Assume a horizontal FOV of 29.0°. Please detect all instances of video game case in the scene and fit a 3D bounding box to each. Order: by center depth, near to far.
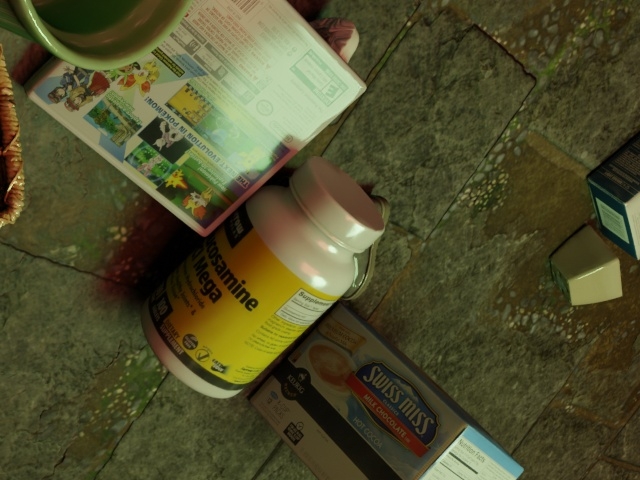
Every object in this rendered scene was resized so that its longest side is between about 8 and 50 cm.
[{"bbox_3d":[-0.146,-0.192,1.541,0.300,0.036,0.329,-42,129,8],"label":"video game case"}]

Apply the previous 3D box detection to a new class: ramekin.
[{"bbox_3d":[-0.253,-0.338,1.263,0.303,0.148,0.303,-38,139,-44],"label":"ramekin"}]

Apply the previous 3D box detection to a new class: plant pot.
[{"bbox_3d":[0.487,0.056,2.295,0.096,0.109,0.109,-25,136,-6],"label":"plant pot"}]

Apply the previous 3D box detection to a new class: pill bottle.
[{"bbox_3d":[-0.076,0.047,1.696,0.334,0.188,0.188,-45,141,18],"label":"pill bottle"}]

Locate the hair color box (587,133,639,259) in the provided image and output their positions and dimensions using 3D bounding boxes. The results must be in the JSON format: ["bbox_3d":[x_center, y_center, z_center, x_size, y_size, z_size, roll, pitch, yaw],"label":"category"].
[{"bbox_3d":[0.663,-0.144,2.278,0.347,0.105,0.174,-38,138,-9],"label":"hair color box"}]

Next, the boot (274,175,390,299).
[{"bbox_3d":[-0.002,0.000,1.859,0.208,0.076,0.189,0,108,-47],"label":"boot"}]

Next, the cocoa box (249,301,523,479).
[{"bbox_3d":[0.105,0.310,1.982,0.228,0.347,0.231,-48,138,1],"label":"cocoa box"}]

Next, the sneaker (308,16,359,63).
[{"bbox_3d":[-0.024,-0.203,1.684,0.232,0.090,0.115,-47,146,14],"label":"sneaker"}]

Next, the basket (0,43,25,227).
[{"bbox_3d":[-0.464,-0.135,1.253,0.299,0.223,0.213,-8,126,-35],"label":"basket"}]
